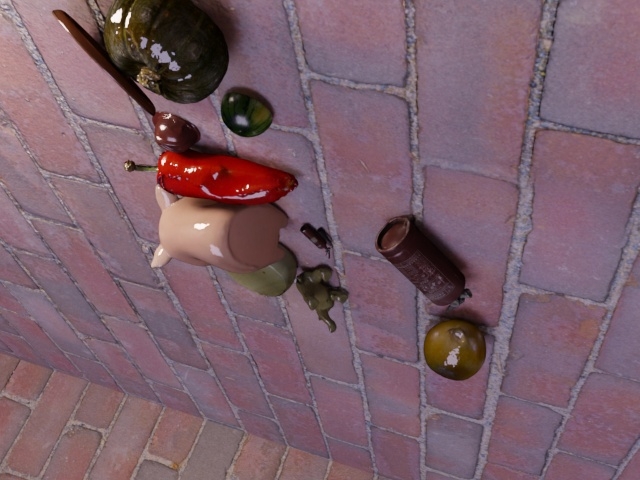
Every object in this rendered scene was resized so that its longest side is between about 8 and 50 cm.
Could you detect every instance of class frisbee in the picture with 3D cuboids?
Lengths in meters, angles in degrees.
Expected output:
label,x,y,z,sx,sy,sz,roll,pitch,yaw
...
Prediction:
label,x,y,z,sx,sy,sz,roll,pitch,yaw
frisbee,-0.386,-0.322,1.474,0.251,0.021,0.251,48,180,0

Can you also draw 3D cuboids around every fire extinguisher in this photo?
label,x,y,z,sx,sy,sz,roll,pitch,yaw
fire extinguisher,0.230,0.065,1.747,0.105,0.105,0.269,-12,135,47
fire extinguisher,0.001,-0.005,1.874,0.046,0.032,0.100,-37,122,19

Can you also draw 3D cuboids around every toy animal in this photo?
label,x,y,z,sx,sy,sz,roll,pitch,yaw
toy animal,-0.236,-0.027,1.856,0.256,0.195,0.213,5,-174,37
toy animal,-0.002,0.146,2.077,0.101,0.103,0.218,25,161,40

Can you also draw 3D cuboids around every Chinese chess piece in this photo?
label,x,y,z,sx,sy,sz,roll,pitch,yaw
Chinese chess piece,-0.150,0.060,2.035,0.188,0.083,0.188,19,149,12

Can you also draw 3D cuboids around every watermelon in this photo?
label,x,y,z,sx,sy,sz,roll,pitch,yaw
watermelon,-0.147,-0.232,1.548,0.105,0.062,0.105,20,156,10

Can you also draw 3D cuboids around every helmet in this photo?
label,x,y,z,sx,sy,sz,roll,pitch,yaw
helmet,-0.313,-0.215,1.701,0.111,0.057,0.089,20,154,4

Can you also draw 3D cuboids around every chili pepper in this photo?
label,x,y,z,sx,sy,sz,roll,pitch,yaw
chili pepper,-0.232,-0.137,1.733,0.387,0.110,0.110,10,149,18

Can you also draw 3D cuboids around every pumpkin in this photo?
label,x,y,z,sx,sy,sz,roll,pitch,yaw
pumpkin,-0.262,-0.326,1.372,0.224,0.157,0.223,26,165,7

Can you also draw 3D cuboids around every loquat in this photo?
label,x,y,z,sx,sy,sz,roll,pitch,yaw
loquat,0.325,0.260,1.968,0.152,0.152,0.195,18,159,10
